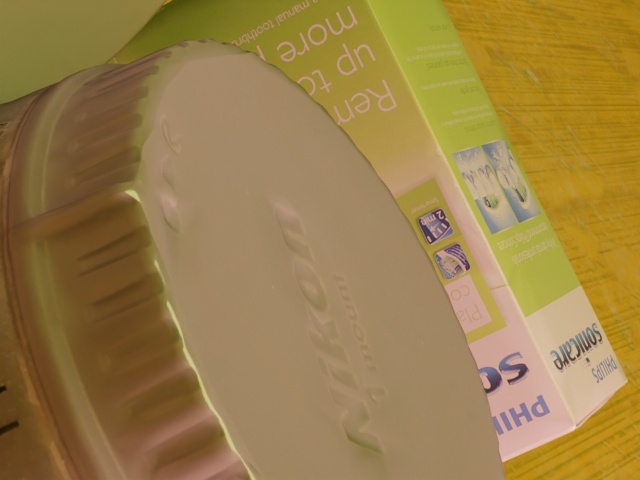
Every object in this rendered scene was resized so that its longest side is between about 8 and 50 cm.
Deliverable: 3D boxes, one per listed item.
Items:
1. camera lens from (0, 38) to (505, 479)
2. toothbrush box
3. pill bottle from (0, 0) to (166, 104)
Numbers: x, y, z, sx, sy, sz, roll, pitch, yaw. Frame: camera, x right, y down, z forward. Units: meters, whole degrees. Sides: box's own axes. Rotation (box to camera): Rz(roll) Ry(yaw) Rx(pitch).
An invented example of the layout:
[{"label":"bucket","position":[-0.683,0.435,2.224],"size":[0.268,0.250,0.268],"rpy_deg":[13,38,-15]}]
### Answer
[{"label":"camera lens","position":[-0.105,0.083,0.649],"size":[0.219,0.274,0.219],"rpy_deg":[47,27,-34]},{"label":"toothbrush box","position":[0.000,0.000,1.051],"size":[0.283,0.206,0.122],"rpy_deg":[64,23,2]},{"label":"pill bottle","position":[-0.214,-0.224,0.682],"size":[0.392,0.224,0.224],"rpy_deg":[51,17,24]}]
